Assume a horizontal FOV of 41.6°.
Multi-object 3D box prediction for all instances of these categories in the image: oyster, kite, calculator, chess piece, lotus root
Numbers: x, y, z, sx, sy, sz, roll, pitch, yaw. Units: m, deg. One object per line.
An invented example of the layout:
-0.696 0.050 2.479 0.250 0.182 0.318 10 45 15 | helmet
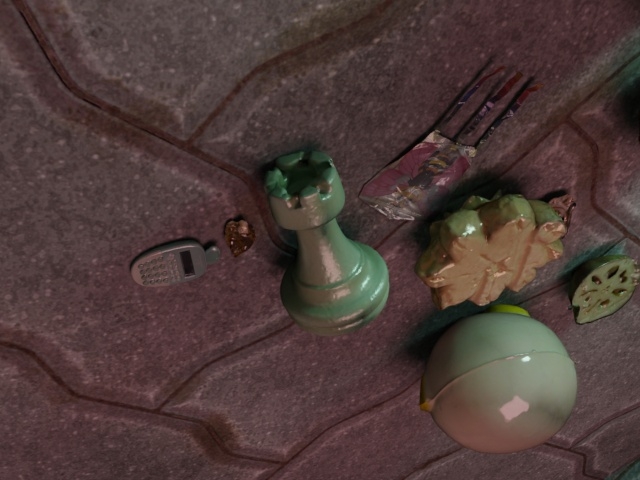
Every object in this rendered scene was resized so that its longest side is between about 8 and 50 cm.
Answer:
0.464 -0.025 1.725 0.108 0.053 0.166 -32 138 -24 | oyster
0.229 -0.158 1.468 0.204 0.022 0.360 16 129 -40 | kite
-0.244 0.039 1.424 0.153 0.021 0.095 -16 141 -11 | calculator
0.000 0.000 1.405 0.194 0.195 0.299 -22 133 -5 | chess piece
-0.134 -0.001 1.434 0.051 0.034 0.093 -17 145 0 | oyster
0.638 0.099 1.946 0.203 0.078 0.183 -10 127 -26 | lotus root

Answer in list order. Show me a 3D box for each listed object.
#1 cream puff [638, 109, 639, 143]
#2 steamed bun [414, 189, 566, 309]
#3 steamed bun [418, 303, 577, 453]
0.716 -0.237 1.479 0.350 0.229 0.350 -8 161 -3 | cream puff
0.306 0.003 1.606 0.292 0.137 0.295 15 132 -41 | steamed bun
0.397 0.315 1.866 0.334 0.334 0.374 -40 140 17 | steamed bun
